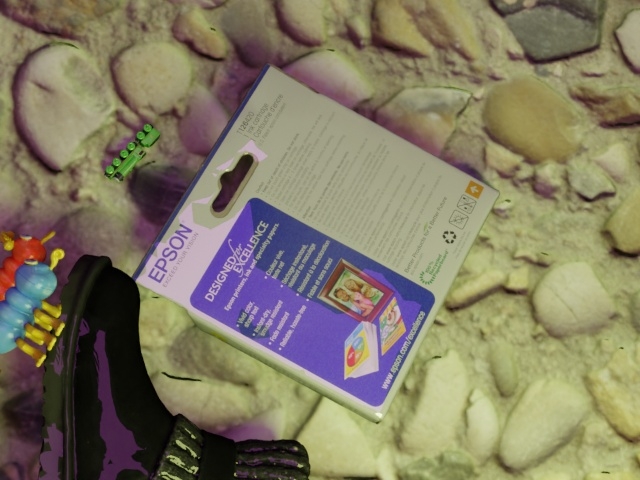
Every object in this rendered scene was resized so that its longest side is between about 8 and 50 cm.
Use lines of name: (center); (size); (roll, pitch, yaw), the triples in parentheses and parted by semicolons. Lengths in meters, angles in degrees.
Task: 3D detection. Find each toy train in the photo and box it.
toy train: (-0.214, -0.099, 1.171); (0.024, 0.017, 0.083); (40, 71, -6)

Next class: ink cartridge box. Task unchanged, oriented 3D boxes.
ink cartridge box: (0.000, 0.000, 1.145); (0.307, 0.072, 0.303); (29, 72, 4)

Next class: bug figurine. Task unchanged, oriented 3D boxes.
bug figurine: (-0.309, 0.089, 0.967); (0.072, 0.279, 0.216); (31, 86, -19)

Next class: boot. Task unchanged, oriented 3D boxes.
boot: (-0.139, 0.189, 1.028); (0.260, 0.131, 0.348); (2, 77, -4)
